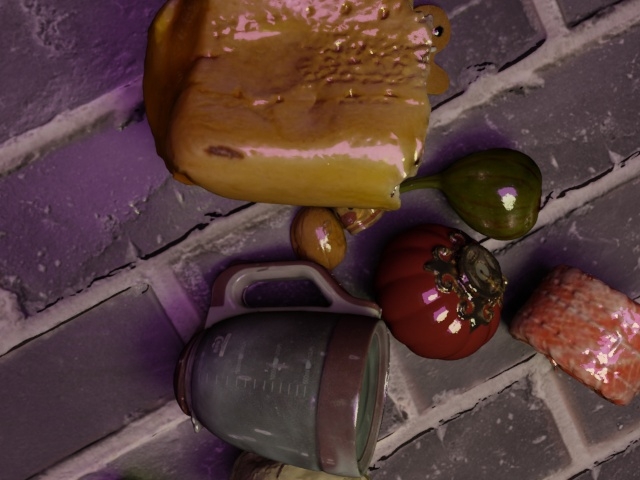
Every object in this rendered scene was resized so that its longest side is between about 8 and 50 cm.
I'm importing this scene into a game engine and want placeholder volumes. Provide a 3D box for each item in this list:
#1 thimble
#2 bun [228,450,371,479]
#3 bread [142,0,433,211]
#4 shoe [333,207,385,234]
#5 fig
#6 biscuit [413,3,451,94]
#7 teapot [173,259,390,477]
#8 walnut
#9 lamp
[{"bbox_3d":[0.451,0.159,1.274,0.239,0.239,0.162,34,91,-17],"label":"thimble"},{"bbox_3d":[-0.023,0.399,1.209,0.260,0.259,0.152,23,86,-16],"label":"bun"},{"bbox_3d":[-0.053,-0.222,1.067,0.395,0.250,0.360,2,80,0],"label":"bread"},{"bbox_3d":[0.058,-0.051,1.214,0.109,0.072,0.069,-29,92,-39],"label":"shoe"},{"bbox_3d":[0.235,-0.089,1.249,0.260,0.151,0.151,11,100,13],"label":"fig"},{"bbox_3d":[0.135,-0.267,1.214,0.158,0.035,0.240,23,96,-18],"label":"biscuit"},{"bbox_3d":[-0.061,0.175,1.148,0.313,0.233,0.314,7,68,14],"label":"teapot"},{"bbox_3d":[0.000,0.000,1.229,0.091,0.052,0.121,-16,103,-6],"label":"walnut"},{"bbox_3d":[0.187,0.084,1.216,0.227,0.227,0.226,-3,102,-12],"label":"lamp"}]
